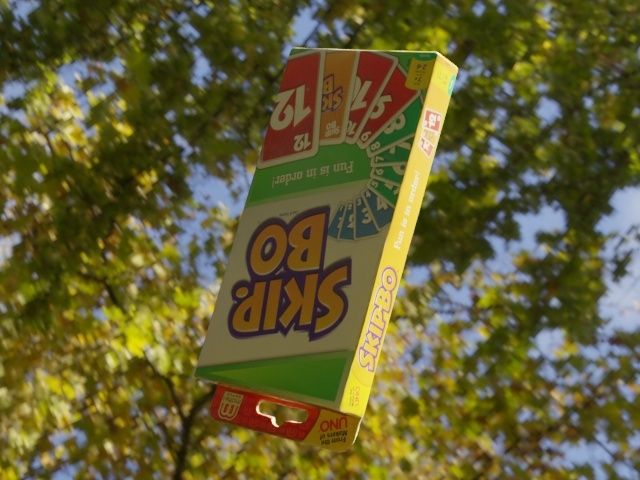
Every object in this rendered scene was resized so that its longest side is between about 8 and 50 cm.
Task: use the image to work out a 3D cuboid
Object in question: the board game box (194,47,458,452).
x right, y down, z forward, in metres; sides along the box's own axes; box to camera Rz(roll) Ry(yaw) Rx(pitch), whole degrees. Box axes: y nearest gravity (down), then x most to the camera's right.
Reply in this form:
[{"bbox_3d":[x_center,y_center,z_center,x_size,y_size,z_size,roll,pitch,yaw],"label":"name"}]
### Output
[{"bbox_3d":[0.000,0.000,0.915,0.039,0.124,0.259,24,-103,-51],"label":"board game box"}]
